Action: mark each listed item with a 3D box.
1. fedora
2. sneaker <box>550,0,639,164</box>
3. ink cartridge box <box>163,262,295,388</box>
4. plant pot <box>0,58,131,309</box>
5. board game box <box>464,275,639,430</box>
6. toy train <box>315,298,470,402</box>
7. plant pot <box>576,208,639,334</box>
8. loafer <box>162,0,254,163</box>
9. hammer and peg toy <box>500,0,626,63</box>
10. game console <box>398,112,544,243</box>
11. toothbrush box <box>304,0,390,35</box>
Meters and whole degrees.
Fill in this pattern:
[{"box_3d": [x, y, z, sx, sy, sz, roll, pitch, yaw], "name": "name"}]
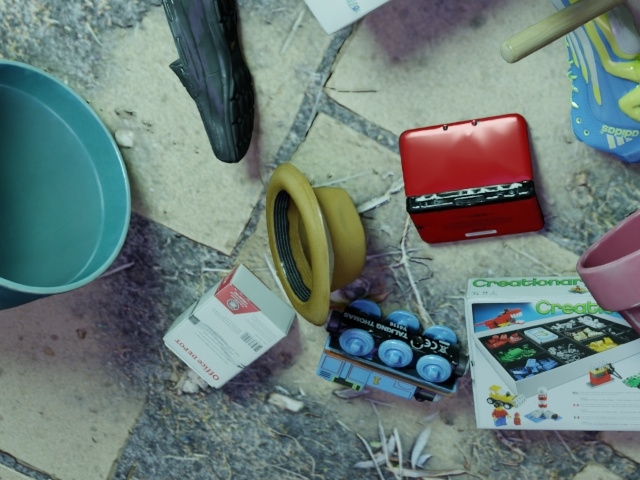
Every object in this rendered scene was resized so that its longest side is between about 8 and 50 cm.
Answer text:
[{"box_3d": [0.000, 0.000, 1.292, 0.079, 0.194, 0.194, -15, 122, -20], "name": "fedora"}, {"box_3d": [0.280, -0.164, 1.141, 0.240, 0.091, 0.126, 43, 121, -13], "name": "sneaker"}, {"box_3d": [-0.115, 0.108, 1.416, 0.099, 0.056, 0.135, 44, 119, -13], "name": "ink cartridge box"}, {"box_3d": [-0.405, -0.033, 1.298, 0.255, 0.271, 0.271, -24, 112, 40], "name": "plant pot"}, {"box_3d": [0.330, 0.134, 1.323, 0.305, 0.053, 0.192, -1, 118, 14], "name": "board game box"}, {"box_3d": [0.087, 0.141, 1.378, 0.184, 0.080, 0.105, 19, 131, 0], "name": "toy train"}, {"box_3d": [0.392, 0.049, 1.151, 0.201, 0.201, 0.180, -32, 94, 27], "name": "plant pot"}, {"box_3d": [-0.125, -0.191, 1.238, 0.078, 0.076, 0.223, -1, 115, 20], "name": "loafer"}, {"box_3d": [0.211, -0.332, 0.960, 0.361, 0.266, 0.127, 53, 154, -17], "name": "hammer and peg toy"}, {"box_3d": [0.171, -0.066, 1.270, 0.144, 0.085, 0.124, -7, 149, 18], "name": "game console"}, {"box_3d": [0.024, -0.374, 1.063, 0.206, 0.122, 0.283, -27, 109, 27], "name": "toothbrush box"}]
